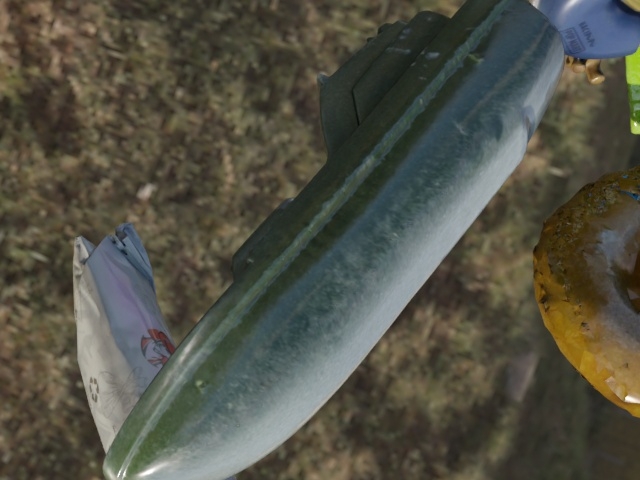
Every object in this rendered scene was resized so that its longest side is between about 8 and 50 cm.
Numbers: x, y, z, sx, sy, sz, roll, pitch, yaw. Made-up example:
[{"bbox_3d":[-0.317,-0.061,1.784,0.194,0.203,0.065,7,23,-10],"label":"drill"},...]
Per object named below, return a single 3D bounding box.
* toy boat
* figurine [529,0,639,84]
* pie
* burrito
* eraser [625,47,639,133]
[{"bbox_3d":[0.000,0.000,0.636,0.260,0.085,0.078,-51,160,-13],"label":"toy boat"},{"bbox_3d":[0.181,-0.256,1.139,0.158,0.276,0.161,-33,146,7],"label":"figurine"},{"bbox_3d":[0.308,0.045,1.296,0.273,0.273,0.069,-53,179,-26],"label":"pie"},{"bbox_3d":[-0.083,0.088,0.772,0.064,0.203,0.064,-19,154,-10],"label":"burrito"},{"bbox_3d":[0.397,-0.193,1.326,0.210,0.274,0.092,76,16,-46],"label":"eraser"}]
